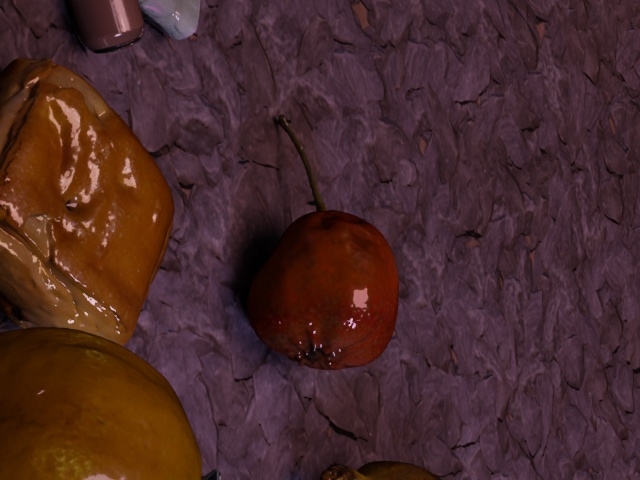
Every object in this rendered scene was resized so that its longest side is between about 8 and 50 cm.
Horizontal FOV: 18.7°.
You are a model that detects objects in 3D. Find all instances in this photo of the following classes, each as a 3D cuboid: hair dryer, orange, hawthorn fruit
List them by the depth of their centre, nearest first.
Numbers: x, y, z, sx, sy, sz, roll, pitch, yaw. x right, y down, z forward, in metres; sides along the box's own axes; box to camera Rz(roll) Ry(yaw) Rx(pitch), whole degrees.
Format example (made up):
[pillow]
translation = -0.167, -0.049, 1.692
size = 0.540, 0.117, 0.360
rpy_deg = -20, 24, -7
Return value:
[orange]
translation = -0.227, 0.202, 1.528
size = 0.235, 0.279, 0.279
rpy_deg = 29, 55, -18
[hair dryer]
translation = -0.150, -0.254, 1.823
size = 0.064, 0.182, 0.117
rpy_deg = -132, -155, -72
[hawthorn fruit]
translation = 0.000, 0.000, 2.053
size = 0.165, 0.165, 0.285
rpy_deg = 39, 37, -48

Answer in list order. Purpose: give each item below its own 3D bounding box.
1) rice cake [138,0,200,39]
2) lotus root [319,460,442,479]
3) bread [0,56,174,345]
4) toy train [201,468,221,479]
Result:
[rice cake]
translation = -0.152, -0.327, 1.937
size = 0.127, 0.043, 0.237
rpy_deg = 36, 56, -49
[lotus root]
translation = 0.094, 0.333, 2.113
size = 0.314, 0.141, 0.169
rpy_deg = 44, 45, -44
[bread]
translation = -0.222, -0.025, 1.719
size = 0.235, 0.099, 0.210
rpy_deg = 53, 43, -38
[toy train]
translation = -0.140, 0.323, 1.839
size = 0.055, 0.048, 0.252
rpy_deg = 51, 38, -33
